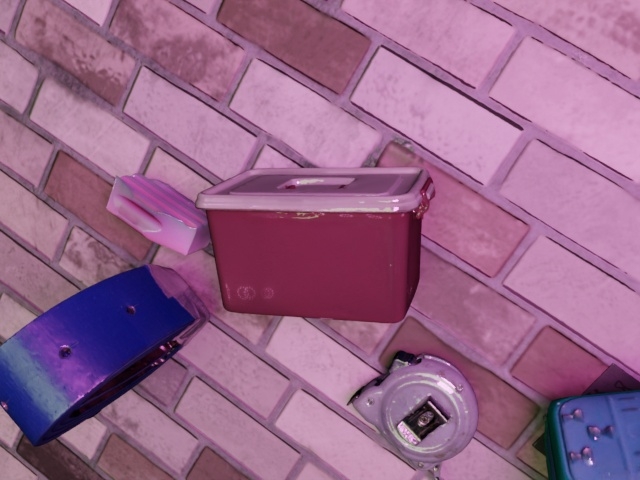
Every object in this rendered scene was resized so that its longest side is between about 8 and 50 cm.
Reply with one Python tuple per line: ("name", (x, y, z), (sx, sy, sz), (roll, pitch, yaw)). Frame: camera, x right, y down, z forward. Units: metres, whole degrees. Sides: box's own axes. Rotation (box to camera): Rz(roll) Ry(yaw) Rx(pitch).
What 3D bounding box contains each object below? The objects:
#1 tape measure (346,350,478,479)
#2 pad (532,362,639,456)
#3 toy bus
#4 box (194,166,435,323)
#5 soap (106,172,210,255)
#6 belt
("tape measure", (0.202, 0.298, 0.809), (0.330, 0.084, 0.164), (42, 114, 8))
("pad", (0.439, 0.298, 0.776), (0.245, 0.006, 0.170), (38, 108, 8))
("toy bus", (0.430, 0.268, 0.653), (0.343, 0.183, 0.199), (-12, 121, 19))
("box", (0.000, 0.000, 0.765), (0.294, 0.193, 0.167), (2, 106, 17))
("soap", (-0.242, -0.042, 0.877), (0.149, 0.100, 0.056), (33, 108, 9))
("belt", (-0.288, 0.141, 0.797), (0.212, 0.347, 0.117), (-45, 85, 13))
